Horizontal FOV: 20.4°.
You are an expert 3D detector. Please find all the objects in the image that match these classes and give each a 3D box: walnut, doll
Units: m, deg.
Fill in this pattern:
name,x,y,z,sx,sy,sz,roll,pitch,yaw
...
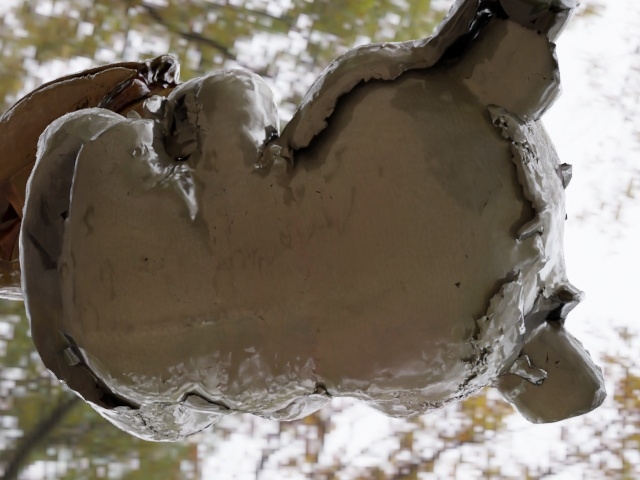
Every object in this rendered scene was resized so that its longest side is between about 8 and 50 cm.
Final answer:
name,x,y,z,sx,sy,sz,roll,pitch,yaw
walnut,-0.166,-0.041,1.230,0.245,0.137,0.137,-34,-119,15
doll,0.000,0.000,0.566,0.192,0.095,0.149,-12,-78,3
